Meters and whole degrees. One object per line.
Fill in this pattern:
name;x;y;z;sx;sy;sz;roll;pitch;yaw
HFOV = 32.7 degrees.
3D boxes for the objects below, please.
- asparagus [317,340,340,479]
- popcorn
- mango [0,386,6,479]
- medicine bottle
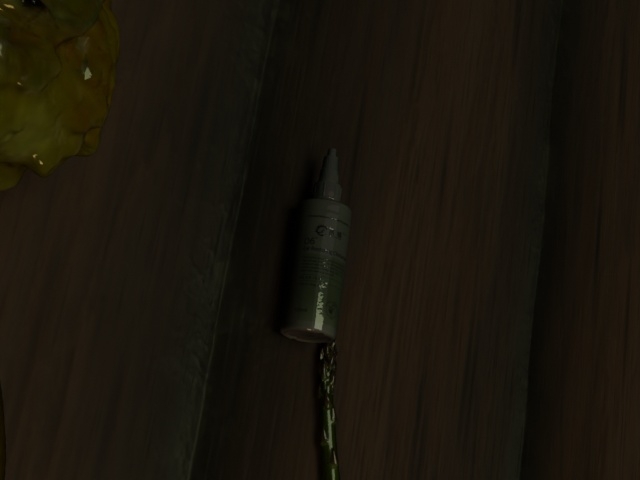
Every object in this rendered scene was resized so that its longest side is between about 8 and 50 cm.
asparagus;0.011;0.216;1.082;0.025;0.024;0.248;76;10;-82
popcorn;-0.238;-0.165;0.773;0.233;0.192;0.266;-14;104;-49
mango;-0.320;0.021;0.589;0.220;0.301;0.445;-36;120;-38
medicine bottle;0.000;0.000;1.086;0.058;0.058;0.199;25;66;-41
